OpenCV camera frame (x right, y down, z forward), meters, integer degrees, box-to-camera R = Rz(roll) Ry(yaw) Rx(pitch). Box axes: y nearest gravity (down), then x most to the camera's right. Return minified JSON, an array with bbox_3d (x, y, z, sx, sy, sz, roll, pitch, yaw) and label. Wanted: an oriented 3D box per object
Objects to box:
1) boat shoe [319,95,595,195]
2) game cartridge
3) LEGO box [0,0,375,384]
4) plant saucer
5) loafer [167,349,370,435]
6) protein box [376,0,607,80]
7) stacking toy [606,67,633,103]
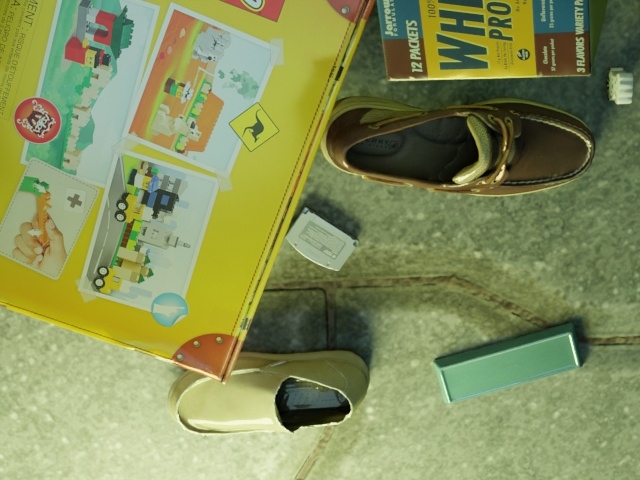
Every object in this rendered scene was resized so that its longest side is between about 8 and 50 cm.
[{"bbox_3d":[0.173,-0.102,1.205,0.341,0.123,0.123,5,108,-13],"label":"boat shoe"},{"bbox_3d":[0.000,0.000,1.309,0.083,0.017,0.056,33,102,-11],"label":"game cartridge"},{"bbox_3d":[-0.191,-0.143,1.165,0.372,0.193,0.500,20,107,-7],"label":"LEGO box"},{"bbox_3d":[0.249,0.165,1.364,0.192,0.018,0.067,-17,108,4],"label":"plant saucer"},{"bbox_3d":[-0.069,0.200,1.333,0.268,0.092,0.102,-10,108,3],"label":"loafer"},{"bbox_3d":[0.179,-0.264,1.045,0.201,0.200,0.136,2,122,20],"label":"protein box"},{"bbox_3d":[0.430,-0.263,1.209,0.166,0.052,0.221,-1,107,-2],"label":"stacking toy"}]
